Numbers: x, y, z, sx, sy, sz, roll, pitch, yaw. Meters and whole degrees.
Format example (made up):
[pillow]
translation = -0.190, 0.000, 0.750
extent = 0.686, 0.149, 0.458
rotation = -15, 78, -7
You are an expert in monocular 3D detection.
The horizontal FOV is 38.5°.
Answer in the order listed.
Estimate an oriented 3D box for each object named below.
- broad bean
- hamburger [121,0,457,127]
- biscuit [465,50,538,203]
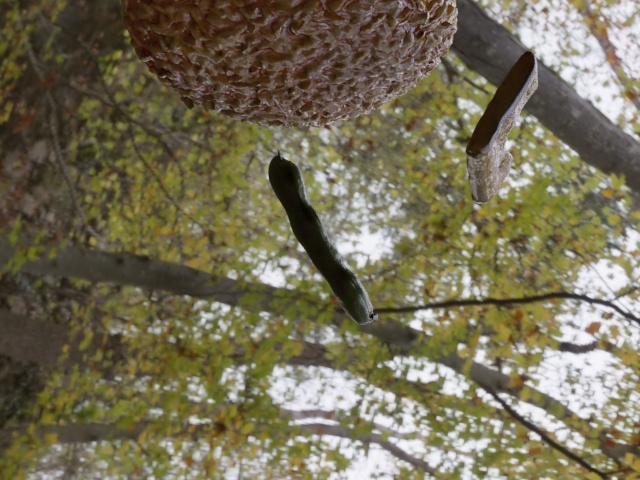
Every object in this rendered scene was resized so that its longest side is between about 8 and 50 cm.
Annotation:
[broad bean]
translation = -0.001, 0.000, 1.183
extent = 0.052, 0.053, 0.256
rotation = -36, -97, 37
[hamburger]
translation = -0.027, -0.261, 0.885
extent = 0.330, 0.330, 0.250
rotation = -20, -125, 35
[biscuit]
translation = 0.255, -0.150, 1.289
extent = 0.039, 0.183, 0.174
rotation = 25, -109, 21
